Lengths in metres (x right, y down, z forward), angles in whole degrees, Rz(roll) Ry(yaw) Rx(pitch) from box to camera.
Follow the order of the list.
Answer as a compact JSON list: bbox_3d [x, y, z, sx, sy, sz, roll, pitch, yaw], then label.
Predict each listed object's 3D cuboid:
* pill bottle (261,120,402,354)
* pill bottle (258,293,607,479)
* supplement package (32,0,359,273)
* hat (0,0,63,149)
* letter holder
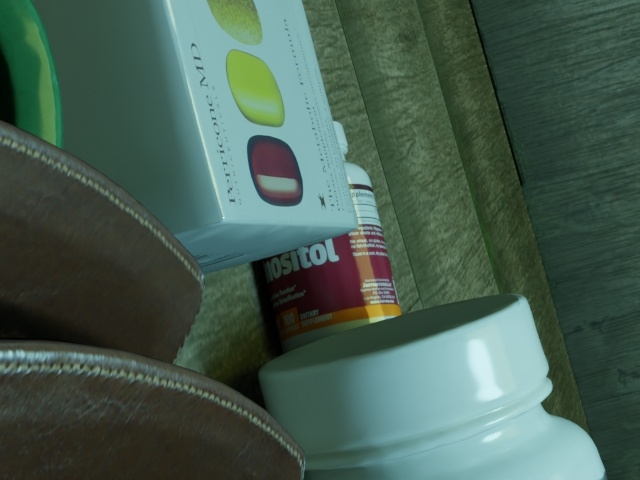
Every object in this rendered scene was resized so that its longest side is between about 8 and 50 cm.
[{"bbox_3d":[0.000,0.000,1.260,0.086,0.086,0.152,26,50,-73],"label":"pill bottle"},{"bbox_3d":[0.092,0.227,1.128,0.204,0.204,0.361,-27,102,-76],"label":"pill bottle"},{"bbox_3d":[-0.085,-0.053,0.866,0.244,0.134,0.139,-3,78,-76],"label":"supplement package"},{"bbox_3d":[-0.197,-0.030,0.631,0.208,0.183,0.173,-24,94,-35],"label":"hat"},{"bbox_3d":[-0.068,0.094,0.532,0.214,0.152,0.302,-65,160,-3],"label":"letter holder"}]
